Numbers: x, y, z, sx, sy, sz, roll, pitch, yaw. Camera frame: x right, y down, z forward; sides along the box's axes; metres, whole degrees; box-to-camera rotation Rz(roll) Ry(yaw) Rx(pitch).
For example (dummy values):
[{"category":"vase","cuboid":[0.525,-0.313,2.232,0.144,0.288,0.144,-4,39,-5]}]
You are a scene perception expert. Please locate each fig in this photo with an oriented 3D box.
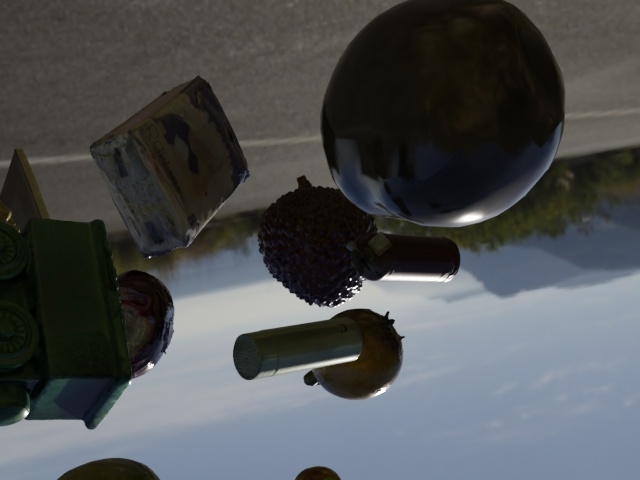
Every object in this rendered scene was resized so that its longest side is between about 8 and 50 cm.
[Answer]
[{"category":"fig","cuboid":[-0.417,0.528,1.749,0.314,0.233,0.233,-26,-178,-14]}]

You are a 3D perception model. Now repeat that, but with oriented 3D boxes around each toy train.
[{"category":"toy train","cuboid":[-0.347,0.091,1.153,0.202,0.266,0.145,6,142,-34]}]

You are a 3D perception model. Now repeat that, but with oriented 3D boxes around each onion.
[{"category":"onion","cuboid":[-0.324,0.129,1.539,0.198,0.173,0.135,16,163,14]}]

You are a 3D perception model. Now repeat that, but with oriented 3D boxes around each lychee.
[{"category":"lychee","cuboid":[0.000,0.000,2.174,0.276,0.304,0.276,-13,177,-1]}]

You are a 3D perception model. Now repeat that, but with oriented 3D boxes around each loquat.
[{"category":"loquat","cuboid":[0.056,0.206,1.736,0.205,0.149,0.172,-26,-149,18]}]

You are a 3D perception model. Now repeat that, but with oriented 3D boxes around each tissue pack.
[{"category":"tissue pack","cuboid":[-0.278,-0.145,1.864,0.125,0.242,0.343,-15,-159,25]}]

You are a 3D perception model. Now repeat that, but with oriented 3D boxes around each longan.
[{"category":"longan","cuboid":[0.181,-0.186,1.449,0.336,0.404,0.405,39,151,-25]}]

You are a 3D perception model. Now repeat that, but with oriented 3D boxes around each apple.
[{"category":"apple","cuboid":[-0.007,0.541,2.086,0.102,0.114,0.099,11,162,-29]}]

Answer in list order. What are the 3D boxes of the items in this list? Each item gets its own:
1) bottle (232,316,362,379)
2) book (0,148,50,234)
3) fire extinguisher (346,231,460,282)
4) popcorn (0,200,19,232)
[{"category":"bottle","cuboid":[-0.033,0.162,1.475,0.202,0.072,0.072,-5,175,-41]},{"category":"book","cuboid":[-0.616,0.000,1.957,0.021,0.216,0.310,-2,140,-38]},{"category":"fire extinguisher","cuboid":[0.151,0.036,1.855,0.269,0.104,0.105,4,168,-44]},{"category":"popcorn","cuboid":[-0.604,0.021,1.629,0.189,0.218,0.169,-5,-160,-33]}]
